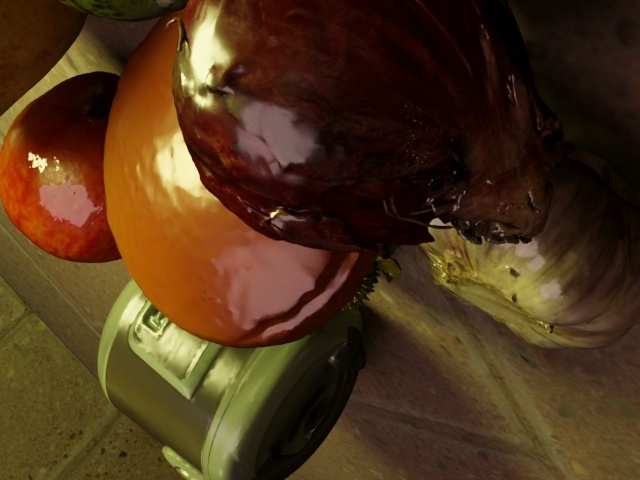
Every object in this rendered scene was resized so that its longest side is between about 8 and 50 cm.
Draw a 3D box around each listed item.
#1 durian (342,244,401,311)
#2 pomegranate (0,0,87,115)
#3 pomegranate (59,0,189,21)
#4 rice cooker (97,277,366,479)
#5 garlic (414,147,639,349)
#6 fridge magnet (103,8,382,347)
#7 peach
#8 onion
[{"bbox_3d":[-0.007,0.007,0.984,0.198,0.146,0.159,46,159,12],"label":"durian"},{"bbox_3d":[-0.441,-0.277,0.845,0.417,0.416,0.416,31,152,19],"label":"pomegranate"},{"bbox_3d":[-0.175,-0.310,0.714,0.214,0.214,0.248,76,170,-49],"label":"pomegranate"},{"bbox_3d":[-0.118,0.182,1.193,0.325,0.335,0.335,32,152,23],"label":"rice cooker"},{"bbox_3d":[0.181,-0.011,0.712,0.245,0.160,0.245,30,173,4],"label":"garlic"},{"bbox_3d":[-0.077,-0.073,0.828,0.363,0.155,0.363,3,95,37],"label":"fridge magnet"},{"bbox_3d":[-0.306,-0.105,1.126,0.281,0.238,0.281,3,94,53],"label":"peach"},{"bbox_3d":[0.018,-0.102,0.567,0.281,0.221,0.281,27,-178,-1],"label":"onion"}]
